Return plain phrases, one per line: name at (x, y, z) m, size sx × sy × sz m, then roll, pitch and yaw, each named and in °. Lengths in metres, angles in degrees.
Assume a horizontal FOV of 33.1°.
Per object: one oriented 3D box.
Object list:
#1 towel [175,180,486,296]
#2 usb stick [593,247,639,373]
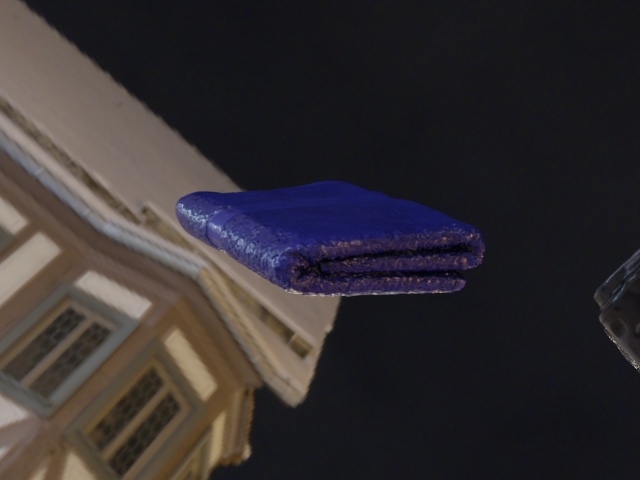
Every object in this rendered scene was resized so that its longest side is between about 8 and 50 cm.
towel at (0.000, 0.000, 1.116) m, size 0.308 × 0.227 × 0.076 m, roll -156°, pitch -118°, yaw -63°
usb stick at (0.232, 0.110, 0.471) m, size 0.077 × 0.045 × 0.278 m, roll -47°, pitch -113°, yaw 24°
